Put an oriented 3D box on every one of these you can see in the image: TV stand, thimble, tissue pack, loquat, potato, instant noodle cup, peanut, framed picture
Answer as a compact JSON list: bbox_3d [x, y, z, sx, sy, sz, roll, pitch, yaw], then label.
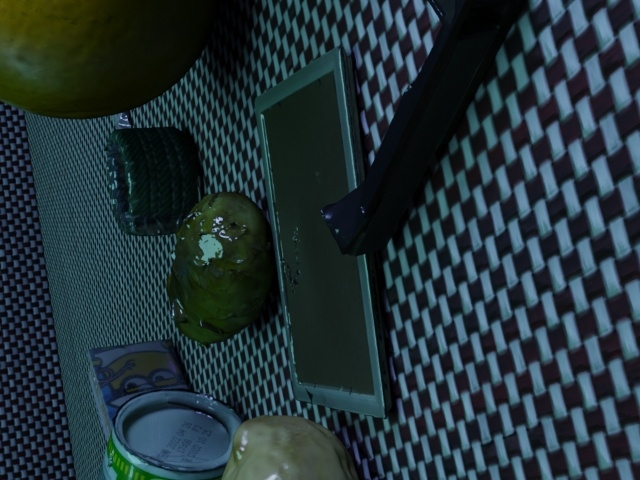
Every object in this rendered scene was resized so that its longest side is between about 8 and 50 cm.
[{"bbox_3d":[0.053,-0.078,0.700,0.049,0.040,0.256,63,153,24],"label":"TV stand"},{"bbox_3d":[-0.194,-0.070,1.329,0.135,0.090,0.118,-128,36,-56],"label":"thimble"},{"bbox_3d":[-0.225,0.198,1.465,0.155,0.116,0.065,-121,32,-47],"label":"tissue pack"},{"bbox_3d":[-0.263,-0.273,1.084,0.328,0.359,0.328,-9,-90,-85],"label":"loquat"},{"bbox_3d":[-0.100,0.034,1.099,0.225,0.090,0.117,122,138,-59],"label":"potato"},{"bbox_3d":[-0.169,0.292,1.243,0.207,0.207,0.232,-126,41,-54],"label":"instant noodle cup"},{"bbox_3d":[-0.012,0.282,0.859,0.147,0.148,0.318,112,156,-53],"label":"peanut"},{"bbox_3d":[0.000,0.000,0.921,0.216,0.016,0.273,171,92,-70],"label":"framed picture"}]

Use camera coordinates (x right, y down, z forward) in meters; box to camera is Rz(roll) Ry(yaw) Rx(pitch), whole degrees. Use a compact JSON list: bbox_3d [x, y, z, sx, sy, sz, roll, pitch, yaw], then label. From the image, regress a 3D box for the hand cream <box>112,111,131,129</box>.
[{"bbox_3d":[-0.304,-0.176,1.670,0.084,0.050,0.257,123,131,-63],"label":"hand cream"}]
